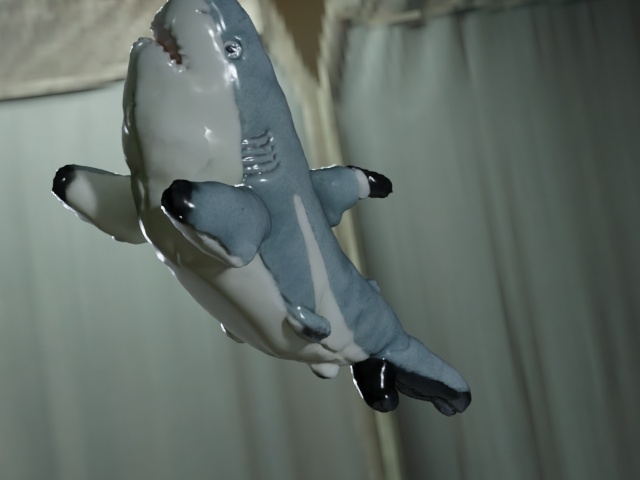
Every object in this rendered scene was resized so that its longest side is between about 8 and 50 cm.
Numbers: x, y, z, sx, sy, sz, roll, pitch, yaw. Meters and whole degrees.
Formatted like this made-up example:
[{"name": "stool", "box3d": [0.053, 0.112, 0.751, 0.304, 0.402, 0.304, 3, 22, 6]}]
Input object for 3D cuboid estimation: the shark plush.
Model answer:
[{"name": "shark plush", "box3d": [0.000, 0.000, 0.561, 0.161, 0.067, 0.073, 42, -20, -19]}]
